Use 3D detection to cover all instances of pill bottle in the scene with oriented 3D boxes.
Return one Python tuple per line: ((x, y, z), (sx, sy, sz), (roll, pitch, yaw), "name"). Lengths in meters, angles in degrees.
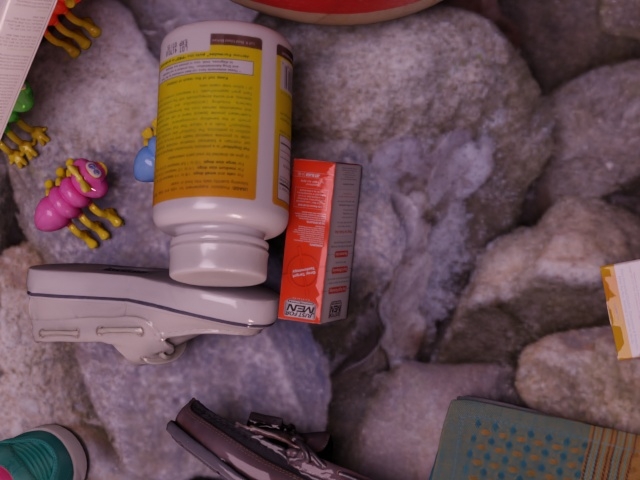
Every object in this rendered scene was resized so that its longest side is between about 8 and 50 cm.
((-0.084, -0.072, 1.252), (0.117, 0.117, 0.215), (-3, 77, 22), "pill bottle")

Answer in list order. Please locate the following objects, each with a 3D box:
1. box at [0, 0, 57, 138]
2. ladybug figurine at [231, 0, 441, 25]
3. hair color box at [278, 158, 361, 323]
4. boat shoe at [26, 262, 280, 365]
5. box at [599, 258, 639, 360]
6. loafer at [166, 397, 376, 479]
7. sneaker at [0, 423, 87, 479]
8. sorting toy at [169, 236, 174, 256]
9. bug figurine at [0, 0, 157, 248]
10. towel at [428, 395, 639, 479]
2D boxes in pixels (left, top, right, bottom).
((-0.309, -0.275, 1.329), (0.232, 0.058, 0.322), (53, 125, 35), "box")
((-0.038, -0.355, 1.248), (0.449, 0.162, 0.305), (27, 100, 19), "ladybug figurine")
((0.000, 0.000, 1.288), (0.043, 0.072, 0.141), (6, 93, 21), "hair color box")
((-0.159, 0.074, 1.342), (0.267, 0.096, 0.088), (4, 97, 23), "boat shoe")
((0.305, 0.048, 1.194), (0.136, 0.028, 0.081), (-11, 87, 19), "box")
((0.009, 0.216, 1.285), (0.302, 0.109, 0.095), (32, 84, 11), "loafer")
((-0.354, 0.307, 1.376), (0.124, 0.178, 0.295), (40, 105, 16), "sneaker")
((-0.090, -0.016, 1.342), (0.083, 0.045, 0.075), (4, 85, 22), "sorting toy")
((-0.231, -0.123, 1.377), (0.216, 0.072, 0.279), (-46, 76, 16), "bug figurine")
((0.245, 0.270, 1.134), (0.370, 0.040, 0.271), (10, 54, 20), "towel")
